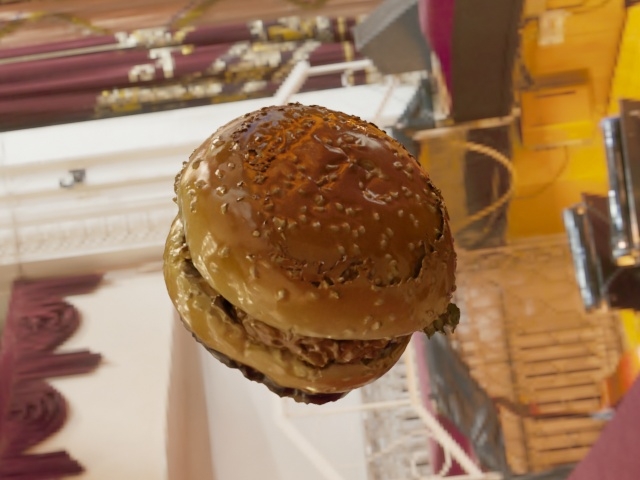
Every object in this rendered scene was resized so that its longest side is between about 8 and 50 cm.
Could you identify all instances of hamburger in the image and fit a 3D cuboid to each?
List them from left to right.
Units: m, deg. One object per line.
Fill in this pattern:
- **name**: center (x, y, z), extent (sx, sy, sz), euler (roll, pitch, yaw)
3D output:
- **hamburger**: center (-0.005, -0.007, 0.702), extent (0.191, 0.181, 0.118), euler (-96, 28, -42)
